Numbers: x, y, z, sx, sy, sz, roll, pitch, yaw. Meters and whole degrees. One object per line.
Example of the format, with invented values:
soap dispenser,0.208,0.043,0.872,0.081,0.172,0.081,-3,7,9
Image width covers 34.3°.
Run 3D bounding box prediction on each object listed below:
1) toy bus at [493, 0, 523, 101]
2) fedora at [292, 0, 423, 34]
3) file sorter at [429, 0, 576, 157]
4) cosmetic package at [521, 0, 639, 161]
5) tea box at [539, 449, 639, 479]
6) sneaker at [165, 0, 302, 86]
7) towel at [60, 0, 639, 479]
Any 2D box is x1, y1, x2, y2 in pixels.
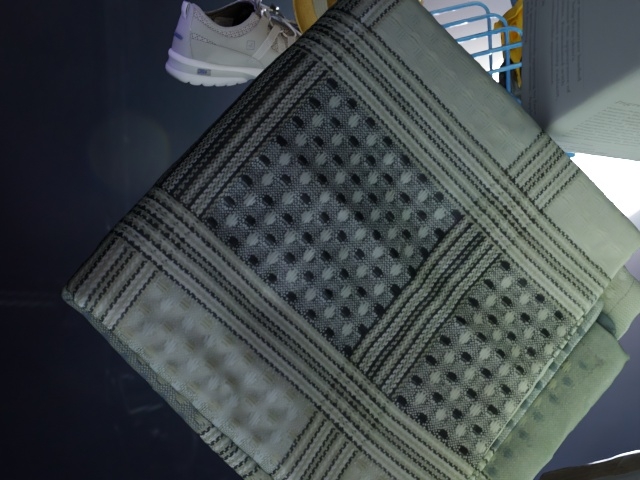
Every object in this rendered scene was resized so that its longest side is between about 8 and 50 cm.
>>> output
toy bus,0.337,-0.310,1.504,0.150,0.211,0.220,-11,-2,-7
fedora,0.062,-0.285,1.226,0.194,0.079,0.194,-13,-63,-27
file sorter,0.143,-0.142,0.962,0.118,0.170,0.104,-15,-58,-11
cosmetic package,0.242,-0.149,0.705,0.152,0.151,0.184,6,-11,-13
tea box,0.305,0.257,0.479,0.329,0.220,0.323,-19,-73,21
sneaker,-0.073,-0.279,1.417,0.281,0.105,0.115,-14,-54,-37
towel,0.052,0.033,0.669,0.324,0.056,0.312,46,-111,-14
